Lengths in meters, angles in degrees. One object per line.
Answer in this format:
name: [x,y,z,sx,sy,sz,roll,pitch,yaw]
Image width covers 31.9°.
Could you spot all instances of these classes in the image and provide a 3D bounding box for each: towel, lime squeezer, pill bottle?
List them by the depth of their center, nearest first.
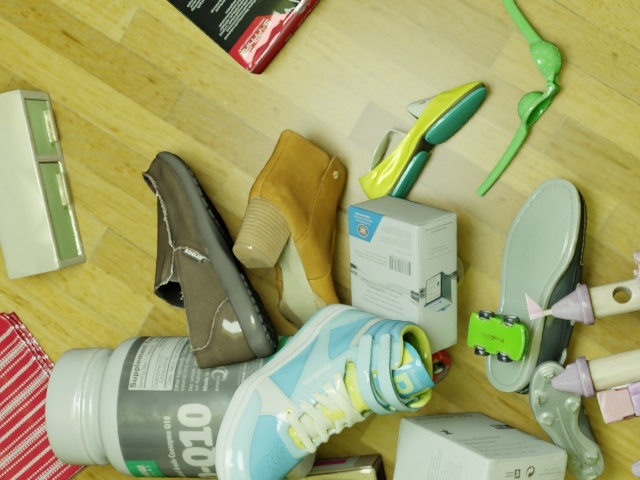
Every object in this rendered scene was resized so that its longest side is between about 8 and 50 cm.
lime squeezer: [0.277,-0.212,1.548,0.109,0.059,0.311,4,97,11]
pill bottle: [-0.193,0.239,1.612,0.361,0.204,0.204,-2,95,13]
towel: [-0.480,0.270,1.764,0.199,0.031,0.275,-39,87,13]

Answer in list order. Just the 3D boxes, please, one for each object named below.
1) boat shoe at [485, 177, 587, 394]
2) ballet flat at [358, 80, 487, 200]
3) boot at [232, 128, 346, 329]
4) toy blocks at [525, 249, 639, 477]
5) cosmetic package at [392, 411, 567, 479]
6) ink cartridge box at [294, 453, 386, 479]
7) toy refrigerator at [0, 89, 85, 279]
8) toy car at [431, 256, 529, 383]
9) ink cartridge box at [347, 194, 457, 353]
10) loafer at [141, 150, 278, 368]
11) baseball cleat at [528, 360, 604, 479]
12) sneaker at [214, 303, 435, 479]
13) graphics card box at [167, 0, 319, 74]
boat shoe: [0.310,0.065,1.552,0.114,0.091,0.303,28,105,48]
ballet flat: [0.136,-0.148,1.578,0.077,0.077,0.231,44,105,23]
boot: [-0.001,0.000,1.592,0.104,0.295,0.211,2,55,38]
toy blocks: [0.425,0.175,1.429,0.260,0.309,0.289,-16,76,10]
cosmetic package: [0.210,0.334,1.522,0.183,0.151,0.152,18,102,54]
ink cartridge box: [-0.012,0.426,1.650,0.234,0.088,0.193,-8,92,13]
toy refrigerator: [-0.435,-0.086,1.685,0.094,0.102,0.270,-12,92,13]
toy car: [0.207,0.121,1.548,0.225,0.053,0.239,13,100,48]
ink cartridge box: [0.111,0.047,1.524,0.139,0.082,0.191,19,120,47]
loafer: [-0.186,0.025,1.558,0.130,0.134,0.366,-28,55,0]
baseball cleat: [0.330,0.235,1.540,0.072,0.109,0.206,-19,114,9]
sneaker: [0.020,0.200,1.396,0.208,0.319,0.127,1,132,43]
graphics card box: [-0.158,-0.442,1.598,0.371,0.094,0.233,40,102,5]
